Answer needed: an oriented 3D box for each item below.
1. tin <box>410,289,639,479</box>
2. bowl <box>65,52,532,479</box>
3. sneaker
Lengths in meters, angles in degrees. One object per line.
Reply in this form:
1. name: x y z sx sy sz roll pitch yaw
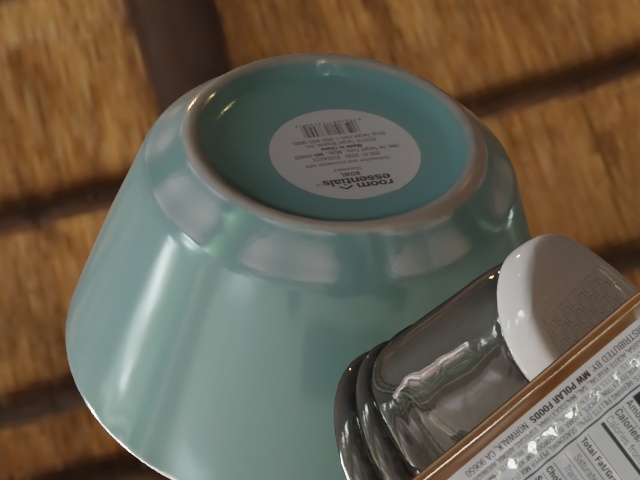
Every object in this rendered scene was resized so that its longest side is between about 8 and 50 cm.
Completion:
1. tin: 0.087 0.083 0.538 0.189 0.106 0.040 -42 -20 16
2. bowl: 0.000 0.000 1.191 0.311 0.311 0.163 -7 -50 -15
3. sneaker: 0.125 0.119 0.881 0.147 0.104 0.296 -23 -54 37
